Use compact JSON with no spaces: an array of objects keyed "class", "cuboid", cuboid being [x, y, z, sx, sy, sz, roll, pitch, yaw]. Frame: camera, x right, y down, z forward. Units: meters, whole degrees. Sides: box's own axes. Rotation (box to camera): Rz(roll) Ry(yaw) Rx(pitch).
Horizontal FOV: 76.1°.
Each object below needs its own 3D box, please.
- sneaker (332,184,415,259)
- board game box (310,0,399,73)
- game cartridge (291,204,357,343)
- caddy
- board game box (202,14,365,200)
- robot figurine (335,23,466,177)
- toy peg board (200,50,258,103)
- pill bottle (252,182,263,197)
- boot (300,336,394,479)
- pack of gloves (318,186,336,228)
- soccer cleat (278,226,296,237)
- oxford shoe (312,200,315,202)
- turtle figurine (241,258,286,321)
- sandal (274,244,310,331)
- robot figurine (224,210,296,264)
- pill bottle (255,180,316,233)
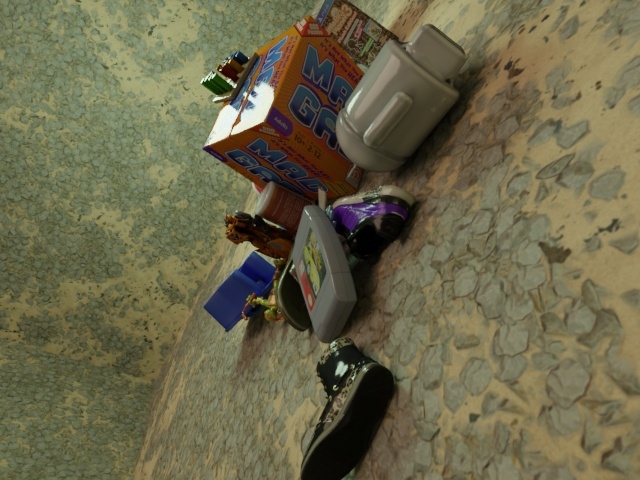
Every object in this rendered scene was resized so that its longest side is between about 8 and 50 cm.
[{"class":"sneaker","cuboid":[0.089,-0.026,0.952,0.293,0.102,0.146,-19,49,63]},{"class":"board game box","cuboid":[0.100,-0.748,1.500,0.141,0.290,0.232,-60,21,13]},{"class":"game cartridge","cuboid":[0.000,0.065,0.962,0.196,0.060,0.294,113,148,-41]},{"class":"caddy","cuboid":[-0.272,0.199,1.499,0.341,0.179,0.241,-44,5,45]},{"class":"board game box","cuboid":[-0.076,-0.366,1.274,0.356,0.356,0.357,-2,63,49]},{"class":"robot figurine","cuboid":[0.168,-0.300,0.932,0.353,0.199,0.300,-51,1,34]},{"class":"toy peg board","cuboid":[-0.294,-0.525,1.276,0.161,0.079,0.161,18,79,54]},{"class":"pill bottle","cuboid":[-0.170,-0.329,1.850,0.318,0.176,0.176,-47,26,41]},{"class":"boot","cuboid":[0.028,0.302,0.751,0.237,0.085,0.178,-59,18,-1]},{"class":"pack of gloves","cuboid":[0.000,0.000,1.065,0.195,0.046,0.232,-113,21,-64]},{"class":"soccer cleat","cuboid":[-0.123,-0.081,1.568,0.289,0.093,0.121,-94,28,-55]},{"class":"oxford shoe","cuboid":[-0.051,-0.288,1.581,0.169,0.130,0.450,-39,34,46]},{"class":"turtle figurine","cuboid":[-0.120,0.168,1.279,0.269,0.087,0.218,-8,53,43]},{"class":"sandal","cuboid":[-0.047,0.104,1.135,0.086,0.120,0.303,-28,39,37]},{"class":"robot figurine","cuboid":[-0.182,-0.005,1.331,0.211,0.290,0.085,-24,45,62]},{"class":"pill bottle","cuboid":[-0.090,-0.092,1.311,0.121,0.216,0.121,-52,23,32]}]
